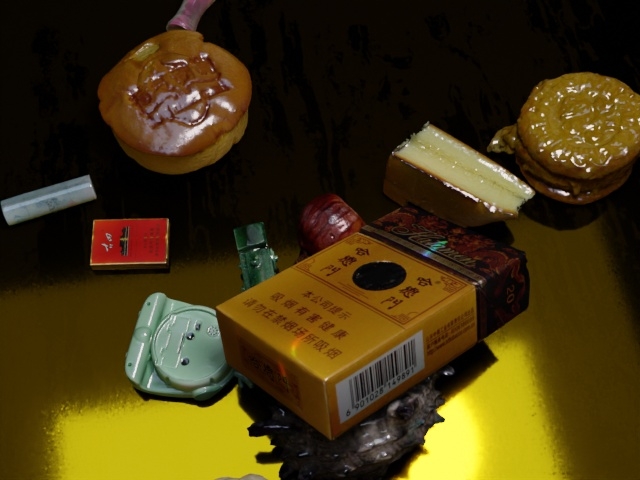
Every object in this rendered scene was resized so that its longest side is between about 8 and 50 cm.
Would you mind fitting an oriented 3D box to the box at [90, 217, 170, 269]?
[{"bbox_3d":[-0.329,0.006,1.596,0.134,0.023,0.090,0,62,-1],"label":"box"}]

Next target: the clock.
[{"bbox_3d":[-0.200,0.176,1.489,0.211,0.066,0.159,9,65,3],"label":"clock"}]

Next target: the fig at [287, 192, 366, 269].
[{"bbox_3d":[0.007,-0.016,1.559,0.151,0.128,0.128,-8,63,12],"label":"fig"}]

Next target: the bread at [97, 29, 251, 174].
[{"bbox_3d":[-0.255,-0.247,1.650,0.270,0.148,0.269,0,64,0],"label":"bread"}]

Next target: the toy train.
[{"bbox_3d":[-0.100,0.063,1.521,0.071,0.111,0.170,-12,64,-1],"label":"toy train"}]

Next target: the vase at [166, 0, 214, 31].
[{"bbox_3d":[-0.235,-0.491,1.813,0.086,0.086,0.214,19,70,9],"label":"vase"}]

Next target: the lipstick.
[{"bbox_3d":[-0.476,-0.071,1.619,0.158,0.048,0.048,-18,65,-9],"label":"lipstick"}]

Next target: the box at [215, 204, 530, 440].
[{"bbox_3d":[0.085,0.101,1.387,0.415,0.115,0.264,-27,34,-30],"label":"box"}]

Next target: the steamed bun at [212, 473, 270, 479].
[{"bbox_3d":[-0.018,0.454,1.202,0.238,0.346,0.394,-32,32,-16],"label":"steamed bun"}]

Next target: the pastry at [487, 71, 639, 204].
[{"bbox_3d":[0.459,-0.196,1.639,0.235,0.132,0.240,41,69,17],"label":"pastry"}]

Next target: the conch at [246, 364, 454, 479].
[{"bbox_3d":[0.048,0.249,1.401,0.313,0.186,0.240,-33,44,0],"label":"conch"}]

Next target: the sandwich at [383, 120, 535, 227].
[{"bbox_3d":[0.239,-0.093,1.593,0.236,0.128,0.122,33,64,14],"label":"sandwich"}]
